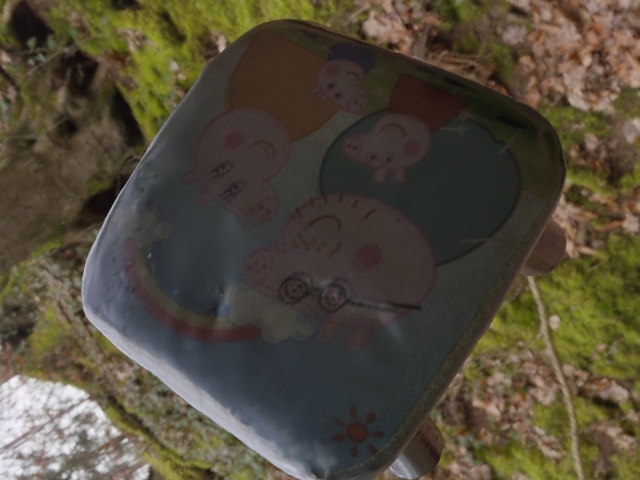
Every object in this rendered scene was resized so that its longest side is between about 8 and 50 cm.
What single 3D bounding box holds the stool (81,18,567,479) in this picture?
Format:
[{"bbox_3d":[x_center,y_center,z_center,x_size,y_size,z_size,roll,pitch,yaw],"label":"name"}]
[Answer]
[{"bbox_3d":[0.017,0.018,0.677,0.310,0.310,0.226,31,173,27],"label":"stool"}]
